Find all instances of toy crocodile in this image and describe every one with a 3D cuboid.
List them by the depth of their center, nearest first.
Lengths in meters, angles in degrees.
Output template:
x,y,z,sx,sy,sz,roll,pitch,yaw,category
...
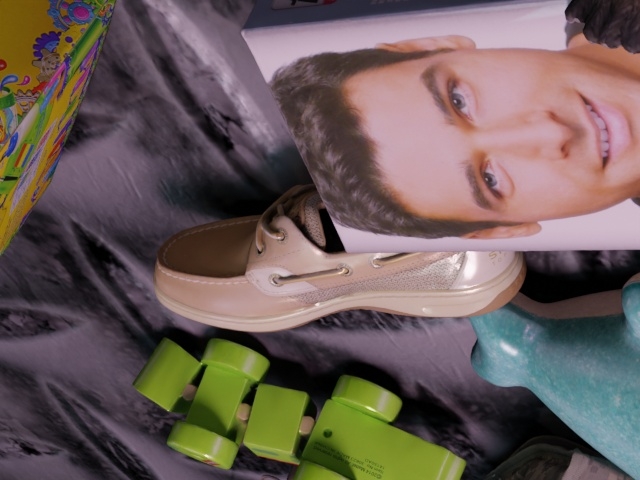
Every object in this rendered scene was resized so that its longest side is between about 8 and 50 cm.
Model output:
x,y,z,sx,sy,sz,roll,pitch,yaw,category
-0.029,0.178,1.192,0.340,0.115,0.105,16,163,17,toy crocodile

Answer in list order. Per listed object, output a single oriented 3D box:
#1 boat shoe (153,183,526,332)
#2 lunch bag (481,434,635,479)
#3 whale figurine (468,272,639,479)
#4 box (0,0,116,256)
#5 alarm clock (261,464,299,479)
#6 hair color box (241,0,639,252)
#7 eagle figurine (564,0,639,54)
x,y,z,sx,sy,sz,roll,pitch,yaw,category
0.000,0.000,0.948,0.302,0.109,0.098,-2,132,25,boat shoe
0.260,0.284,1.092,0.235,0.169,0.287,26,171,-1,lunch bag
0.230,0.113,0.916,0.272,0.141,0.216,13,144,19,whale figurine
-0.311,-0.055,0.912,0.177,0.279,0.290,29,145,-6,box
0.012,0.270,1.334,0.192,0.064,0.129,-2,137,39,alarm clock
0.167,-0.093,0.687,0.374,0.114,0.185,-1,137,27,hair color box
0.215,-0.197,0.484,0.298,0.226,0.225,5,161,19,eagle figurine
